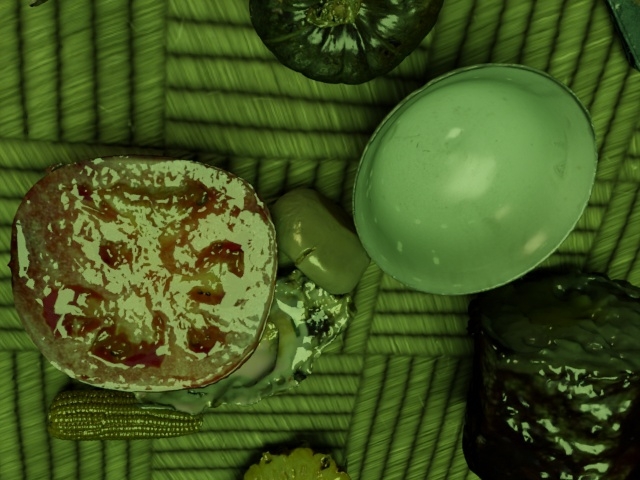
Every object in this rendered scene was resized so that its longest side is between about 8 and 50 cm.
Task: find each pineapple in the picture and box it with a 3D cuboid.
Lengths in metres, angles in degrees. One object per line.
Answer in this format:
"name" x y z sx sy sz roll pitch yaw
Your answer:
"pineapple" -0.038 0.424 1.165 0.249 0.140 0.164 -21 163 19

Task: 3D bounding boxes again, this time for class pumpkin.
"pumpkin" 0.028 -0.279 0.738 0.223 0.157 0.224 -1 128 -1

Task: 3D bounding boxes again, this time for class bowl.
"bowl" 0.182 -0.096 0.874 0.313 0.146 0.313 -5 121 -8

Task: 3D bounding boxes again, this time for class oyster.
"oyster" -0.117 0.146 0.992 0.354 0.107 0.201 -9 96 6

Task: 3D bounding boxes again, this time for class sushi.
"sushi" 0.365 0.217 1.007 0.299 0.281 0.294 -6 114 1

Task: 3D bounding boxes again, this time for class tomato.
"tomato" -0.216 0.032 0.865 0.338 0.144 0.339 -1 106 -3

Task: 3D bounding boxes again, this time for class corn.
"corn" -0.299 0.269 1.034 0.231 0.080 0.080 4 118 -17

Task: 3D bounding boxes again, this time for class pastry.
"pastry" 0.000 0.000 0.892 0.156 0.156 0.092 32 105 -24

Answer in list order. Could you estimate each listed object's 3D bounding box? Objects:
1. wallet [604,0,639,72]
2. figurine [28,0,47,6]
"wallet" 0.395 -0.400 0.803 0.190 0.046 0.379 -35 120 10
"figurine" -0.326 -0.345 0.685 0.176 0.121 0.122 38 78 -16
